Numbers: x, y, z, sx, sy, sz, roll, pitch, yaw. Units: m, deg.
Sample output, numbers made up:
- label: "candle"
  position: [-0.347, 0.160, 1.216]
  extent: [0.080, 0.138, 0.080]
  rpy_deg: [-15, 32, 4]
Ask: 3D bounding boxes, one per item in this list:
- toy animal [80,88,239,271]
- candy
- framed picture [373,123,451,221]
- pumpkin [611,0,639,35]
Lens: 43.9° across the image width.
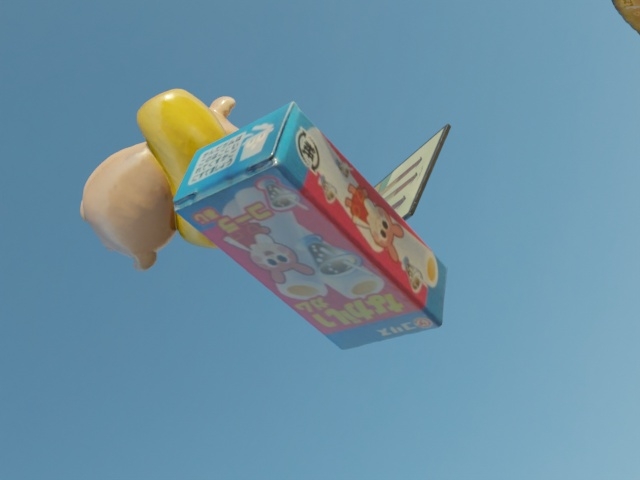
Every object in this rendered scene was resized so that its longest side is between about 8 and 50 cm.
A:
- label: "toy animal"
  position: [-0.251, -0.101, 1.490]
  extent: [0.277, 0.247, 0.345]
  rpy_deg: [42, -73, -2]
- label: "candy"
  position: [0.000, -0.001, 0.901]
  extent: [0.306, 0.157, 0.100]
  rpy_deg: [44, -137, -31]
- label: "framed picture"
  position: [0.131, -0.073, 1.578]
  extent: [0.013, 0.324, 0.244]
  rpy_deg: [34, -125, -11]
- label: "pumpkin"
  position: [0.330, -0.215, 0.606]
  extent: [0.280, 0.190, 0.139]
  rpy_deg: [42, -128, -48]
